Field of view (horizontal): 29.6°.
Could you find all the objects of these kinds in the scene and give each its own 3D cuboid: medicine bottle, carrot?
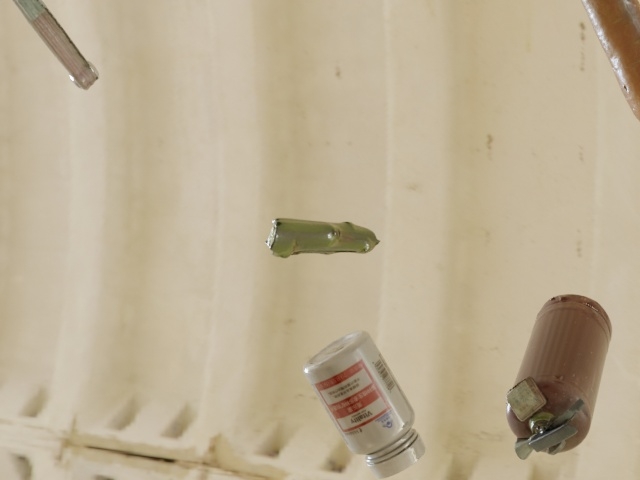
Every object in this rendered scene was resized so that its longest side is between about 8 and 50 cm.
[{"bbox_3d":[0.048,0.169,1.244,0.079,0.079,0.140,-28,-84,21],"label":"medicine bottle"},{"bbox_3d":[0.362,-0.219,1.400,0.067,0.067,0.225,-25,-83,22],"label":"carrot"}]

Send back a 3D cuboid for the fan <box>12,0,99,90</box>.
[{"bbox_3d":[-0.232,-0.200,0.877,0.057,0.282,0.023,28,-108,37],"label":"fan"}]

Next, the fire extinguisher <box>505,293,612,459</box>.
[{"bbox_3d":[0.268,0.157,1.359,0.104,0.269,0.105,9,-63,17],"label":"fire extinguisher"}]

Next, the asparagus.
[{"bbox_3d":[0.001,-0.001,0.802,0.021,0.108,0.025,28,-73,39],"label":"asparagus"}]
